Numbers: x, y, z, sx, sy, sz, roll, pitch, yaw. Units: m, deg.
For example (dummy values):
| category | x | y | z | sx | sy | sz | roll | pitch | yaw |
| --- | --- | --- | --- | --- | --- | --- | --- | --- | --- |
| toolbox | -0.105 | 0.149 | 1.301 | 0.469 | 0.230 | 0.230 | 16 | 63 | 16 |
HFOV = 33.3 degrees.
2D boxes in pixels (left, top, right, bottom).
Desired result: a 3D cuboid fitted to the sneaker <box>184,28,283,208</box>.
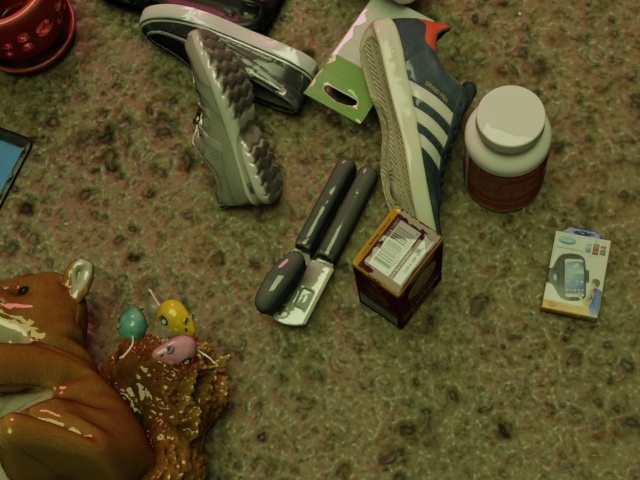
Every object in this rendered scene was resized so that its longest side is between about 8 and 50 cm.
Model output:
| category | x | y | z | sx | sy | sz | roll | pitch | yaw |
| --- | --- | --- | --- | --- | --- | --- | --- | --- | --- |
| sneaker | -0.158 | -0.176 | 1.603 | 0.115 | 0.105 | 0.281 | -16 | 93 | 25 |

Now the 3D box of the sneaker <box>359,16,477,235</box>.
| category | x | y | z | sx | sy | sz | roll | pitch | yaw |
| --- | --- | --- | --- | --- | --- | --- | --- | --- | --- |
| sneaker | 0.165 | -0.160 | 1.571 | 0.148 | 0.131 | 0.350 | -9 | 91 | -17 |

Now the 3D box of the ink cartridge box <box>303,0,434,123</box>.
| category | x | y | z | sx | sy | sz | roll | pitch | yaw |
| --- | --- | --- | --- | --- | --- | --- | --- | --- | --- |
| ink cartridge box | 0.078 | -0.274 | 1.671 | 0.109 | 0.062 | 0.209 | 32 | 77 | 15 |

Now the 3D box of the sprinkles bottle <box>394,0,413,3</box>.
| category | x | y | z | sx | sy | sz | roll | pitch | yaw |
| --- | --- | --- | --- | --- | --- | --- | --- | --- | --- |
| sprinkles bottle | 0.020 | -0.498 | 1.697 | 0.355 | 0.121 | 0.121 | 34 | 77 | 26 |

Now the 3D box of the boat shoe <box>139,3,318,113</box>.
| category | x | y | z | sx | sy | sz | roll | pitch | yaw |
| --- | --- | --- | --- | --- | --- | --- | --- | --- | --- |
| boat shoe | -0.158 | -0.279 | 1.683 | 0.301 | 0.108 | 0.102 | 22 | 73 | 6 |

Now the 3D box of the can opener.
| category | x | y | z | sx | sy | sz | roll | pitch | yaw |
| --- | --- | --- | --- | --- | --- | --- | --- | --- | --- |
| can opener | 0.000 | 0.000 | 1.575 | 0.074 | 0.093 | 0.280 | 24 | 70 | 15 |

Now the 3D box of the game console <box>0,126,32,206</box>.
| category | x | y | z | sx | sy | sz | roll | pitch | yaw |
| --- | --- | --- | --- | --- | --- | --- | --- | --- | --- |
| game console | -0.549 | -0.131 | 1.684 | 0.085 | 0.124 | 0.144 | 10 | 70 | 38 |

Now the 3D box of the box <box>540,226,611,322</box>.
| category | x | y | z | sx | sy | sz | roll | pitch | yaw |
| --- | --- | --- | --- | --- | --- | --- | --- | --- | --- |
| box | 0.370 | 0.044 | 1.546 | 0.081 | 0.028 | 0.136 | 11 | 74 | 10 |

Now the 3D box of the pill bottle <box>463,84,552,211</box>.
| category | x | y | z | sx | sy | sz | roll | pitch | yaw |
| --- | --- | --- | --- | --- | --- | --- | --- | --- | --- |
| pill bottle | 0.264 | -0.131 | 1.518 | 0.121 | 0.216 | 0.121 | -2 | 71 | 6 |

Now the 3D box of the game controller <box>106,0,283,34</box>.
| category | x | y | z | sx | sy | sz | roll | pitch | yaw |
| --- | --- | --- | --- | --- | --- | --- | --- | --- | --- |
| game controller | -0.214 | -0.430 | 1.764 | 0.319 | 0.067 | 0.166 | 19 | 56 | 12 |

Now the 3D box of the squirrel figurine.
| category | x | y | z | sx | sy | sz | roll | pitch | yaw |
| --- | --- | --- | --- | --- | --- | --- | --- | --- | --- |
| squirrel figurine | -0.329 | 0.215 | 1.465 | 0.397 | 0.281 | 0.370 | 13 | 38 | -27 |

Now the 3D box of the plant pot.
| category | x | y | z | sx | sy | sz | roll | pitch | yaw |
| --- | --- | --- | --- | --- | --- | --- | --- | --- | --- |
| plant pot | -0.495 | -0.377 | 1.713 | 0.191 | 0.174 | 0.191 | -2 | 71 | 6 |

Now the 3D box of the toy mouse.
| category | x | y | z | sx | sy | sz | roll | pitch | yaw |
| --- | --- | --- | --- | --- | --- | --- | --- | --- | --- |
| toy mouse | -0.214 | 0.120 | 1.412 | 0.161 | 0.143 | 0.031 | 38 | 121 | 20 |

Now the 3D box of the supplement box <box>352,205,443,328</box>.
| category | x | y | z | sx | sy | sz | roll | pitch | yaw |
| --- | --- | --- | --- | --- | --- | --- | --- | --- | --- |
| supplement box | 0.110 | 0.042 | 1.490 | 0.081 | 0.188 | 0.104 | 36 | 78 | 16 |
